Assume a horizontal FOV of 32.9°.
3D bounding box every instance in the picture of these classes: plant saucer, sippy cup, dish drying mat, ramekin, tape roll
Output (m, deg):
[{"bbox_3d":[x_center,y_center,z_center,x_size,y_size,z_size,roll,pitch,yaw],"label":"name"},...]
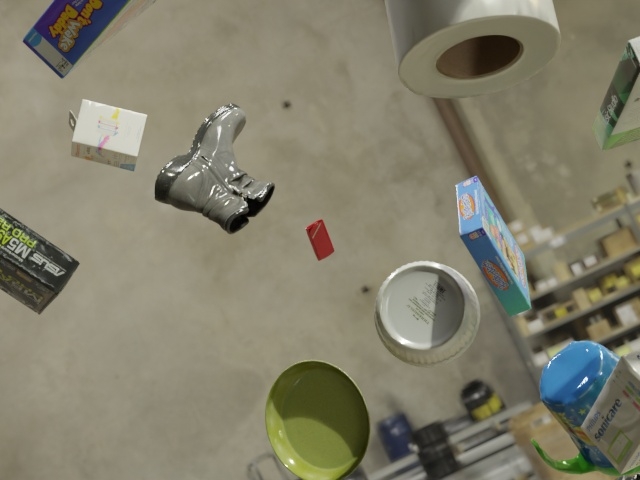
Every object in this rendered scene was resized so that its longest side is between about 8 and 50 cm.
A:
[{"bbox_3d":[0.000,0.351,2.116,0.241,0.241,0.037,-28,-13,28],"label":"plant saucer"},{"bbox_3d":[0.575,0.328,2.225,0.240,0.224,0.306,-9,46,56],"label":"sippy cup"},{"bbox_3d":[0.000,0.000,1.703,0.032,0.008,0.083,-33,-40,-10],"label":"dish drying mat"},{"bbox_3d":[0.199,0.135,2.076,0.207,0.207,0.109,-26,-16,5],"label":"ramekin"},{"bbox_3d":[0.221,-0.341,1.614,0.246,0.169,0.246,-7,-19,-2],"label":"tape roll"}]

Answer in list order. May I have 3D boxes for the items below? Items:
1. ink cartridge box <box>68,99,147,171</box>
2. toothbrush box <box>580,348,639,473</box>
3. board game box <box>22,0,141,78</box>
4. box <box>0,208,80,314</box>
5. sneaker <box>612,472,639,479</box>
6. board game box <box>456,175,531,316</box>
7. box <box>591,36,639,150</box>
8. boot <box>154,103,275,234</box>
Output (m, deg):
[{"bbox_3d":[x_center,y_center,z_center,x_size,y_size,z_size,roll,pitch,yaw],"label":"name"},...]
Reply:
[{"bbox_3d":[-0.413,-0.201,2.067,0.143,0.090,0.092,13,-17,-10],"label":"ink cartridge box"},{"bbox_3d":[0.642,0.277,1.971,0.283,0.122,0.206,-14,-41,-30],"label":"toothbrush box"},{"bbox_3d":[-0.266,-0.399,1.589,0.233,0.078,0.347,-38,13,34],"label":"board game box"},{"bbox_3d":[-0.493,-0.002,1.581,0.060,0.270,0.216,-59,13,-22],"label":"box"},{"bbox_3d":[0.389,0.272,1.021,0.234,0.106,0.078,-10,36,44],"label":"sneaker"},{"bbox_3d":[0.314,0.011,1.970,0.047,0.210,0.160,-24,31,20],"label":"board game box"},{"bbox_3d":[0.592,-0.266,1.795,0.232,0.059,0.322,-17,-21,-3],"label":"box"},{"bbox_3d":[-0.193,-0.152,2.401,0.338,0.222,0.118,-57,-17,-36],"label":"boot"}]
